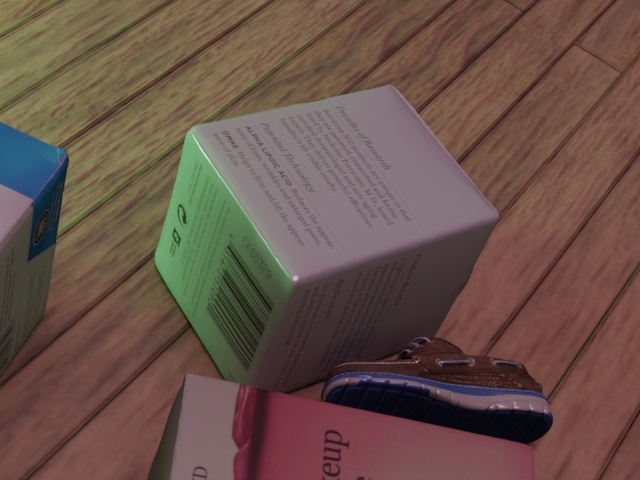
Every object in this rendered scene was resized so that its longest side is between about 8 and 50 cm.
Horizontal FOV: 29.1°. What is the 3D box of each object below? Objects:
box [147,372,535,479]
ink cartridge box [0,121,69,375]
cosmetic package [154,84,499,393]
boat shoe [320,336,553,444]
[{"bbox_3d":[0.006,0.194,0.762,0.232,0.126,0.148,13,47,-10],"label":"box"},{"bbox_3d":[-0.289,0.039,0.760,0.168,0.171,0.232,24,45,2],"label":"ink cartridge box"},{"bbox_3d":[0.000,0.000,0.918,0.184,0.151,0.151,-16,57,-33],"label":"cosmetic package"},{"bbox_3d":[0.082,0.110,0.917,0.183,0.066,0.066,12,41,-24],"label":"boat shoe"}]
